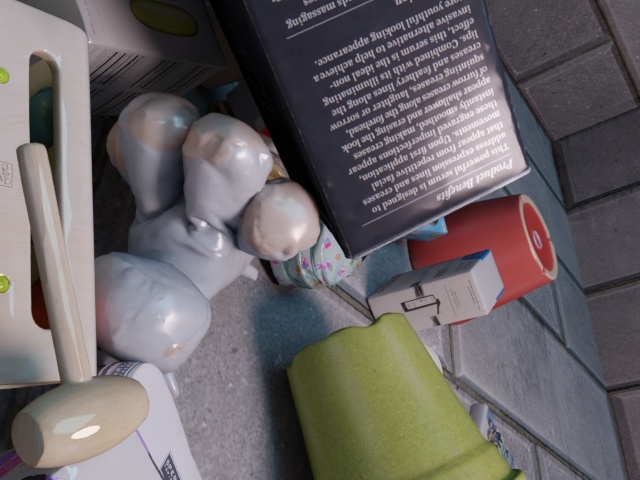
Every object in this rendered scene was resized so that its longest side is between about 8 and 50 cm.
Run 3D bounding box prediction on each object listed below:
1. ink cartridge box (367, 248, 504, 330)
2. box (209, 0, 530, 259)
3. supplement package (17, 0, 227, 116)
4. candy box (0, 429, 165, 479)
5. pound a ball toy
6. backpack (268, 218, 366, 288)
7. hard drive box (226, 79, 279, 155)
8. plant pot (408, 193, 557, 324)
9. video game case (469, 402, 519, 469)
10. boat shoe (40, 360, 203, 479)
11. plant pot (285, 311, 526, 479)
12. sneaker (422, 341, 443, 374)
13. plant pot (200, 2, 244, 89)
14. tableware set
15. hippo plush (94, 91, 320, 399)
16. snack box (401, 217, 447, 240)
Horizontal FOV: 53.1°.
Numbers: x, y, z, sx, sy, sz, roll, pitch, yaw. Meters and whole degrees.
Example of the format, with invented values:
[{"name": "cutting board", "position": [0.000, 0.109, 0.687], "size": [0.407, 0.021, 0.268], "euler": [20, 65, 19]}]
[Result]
[{"name": "ink cartridge box", "position": [0.209, 0.096, 1.158], "size": [0.148, 0.203, 0.086], "euler": [-29, 98, -59]}, {"name": "box", "position": [0.015, -0.231, 0.681], "size": [0.395, 0.212, 0.293], "euler": [66, -5, -25]}, {"name": "supplement package", "position": [-0.247, -0.256, 0.711], "size": [0.203, 0.149, 0.194], "euler": [-14, 83, -59]}, {"name": "candy box", "position": [-0.183, 0.228, 0.458], "size": [0.165, 0.196, 0.070], "euler": [64, 31, -7]}, {"name": "pound a ball toy", "position": [-0.202, -0.010, 0.463], "size": [0.136, 0.208, 0.319], "euler": [11, 69, -56]}, {"name": "backpack", "position": [0.000, 0.000, 0.964], "size": [0.182, 0.115, 0.152], "euler": [-31, 110, -54]}, {"name": "hard drive box", "position": [-0.002, -0.207, 0.993], "size": [0.232, 0.181, 0.089], "euler": [16, 45, -63]}, {"name": "plant pot", "position": [0.364, 0.030, 1.404], "size": [0.275, 0.243, 0.275], "euler": [34, 45, -43]}, {"name": "video game case", "position": [0.305, 0.515, 1.143], "size": [0.300, 0.036, 0.329], "euler": [60, 37, -28]}, {"name": "boat shoe", "position": [-0.170, 0.242, 0.570], "size": [0.108, 0.102, 0.301], "euler": [-63, 147, -61]}, {"name": "plant pot", "position": [0.082, 0.243, 0.840], "size": [0.276, 0.276, 0.254], "euler": [6, 55, -56]}, {"name": "sneaker", "position": [0.188, 0.262, 1.161], "size": [0.075, 0.057, 0.161], "euler": [7, 68, -62]}, {"name": "plant pot", "position": [-0.148, -0.286, 0.938], "size": [0.109, 0.109, 0.096], "euler": [-73, 144, -47]}, {"name": "tableware set", "position": [-0.098, -0.133, 0.975], "size": [0.194, 0.039, 0.128], "euler": [58, 32, -17]}, {"name": "hippo plush", "position": [-0.172, 0.013, 0.643], "size": [0.234, 0.294, 0.236], "euler": [42, 63, -8]}, {"name": "snack box", "position": [0.146, -0.161, 1.319], "size": [0.187, 0.060, 0.322], "euler": [4, 67, -41]}]
